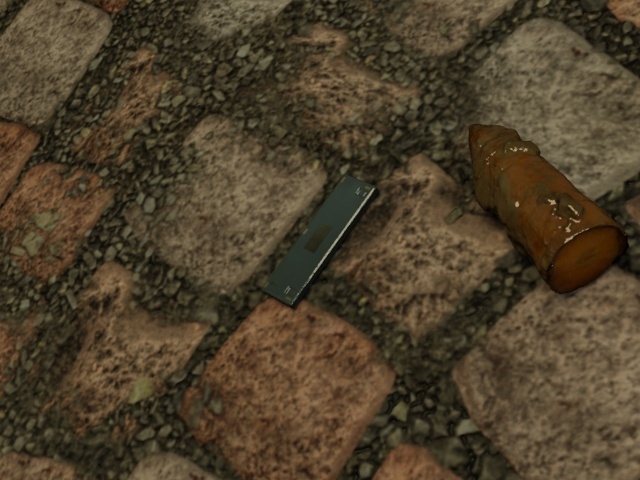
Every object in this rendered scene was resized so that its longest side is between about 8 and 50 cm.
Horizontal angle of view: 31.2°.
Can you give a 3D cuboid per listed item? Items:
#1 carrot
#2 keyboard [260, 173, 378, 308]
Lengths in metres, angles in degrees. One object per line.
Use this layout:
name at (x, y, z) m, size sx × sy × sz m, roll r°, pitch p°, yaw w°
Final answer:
carrot at (0.223, -0.055, 1.235) m, size 0.102 × 0.102 × 0.263 m, roll -34°, pitch 45°, yaw 4°
keyboard at (-0.001, -0.001, 1.353) m, size 0.055 × 0.014 × 0.176 m, roll 26°, pitch 74°, yaw 38°
